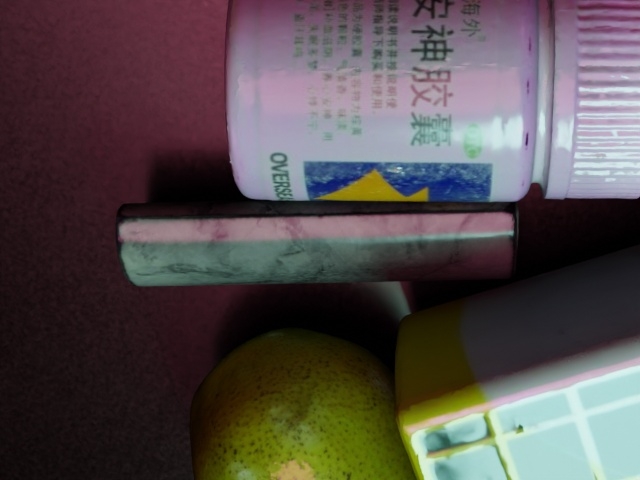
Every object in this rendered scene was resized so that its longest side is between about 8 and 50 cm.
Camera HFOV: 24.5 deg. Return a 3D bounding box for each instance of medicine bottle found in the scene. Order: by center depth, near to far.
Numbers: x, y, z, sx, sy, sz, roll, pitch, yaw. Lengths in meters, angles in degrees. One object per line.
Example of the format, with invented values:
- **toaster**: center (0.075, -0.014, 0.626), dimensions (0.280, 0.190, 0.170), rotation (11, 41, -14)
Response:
- **medicine bottle**: center (0.085, -0.114, 1.051), dimensions (0.291, 0.178, 0.178), rotation (2, 109, 5)

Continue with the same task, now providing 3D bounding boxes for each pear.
- **pear**: center (-0.011, 0.167, 1.149), dimensions (0.198, 0.198, 0.198), rotation (2, 109, 5)

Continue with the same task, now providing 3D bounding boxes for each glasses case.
- **glasses case**: center (0.000, 0.000, 1.132), dimensions (0.299, 0.114, 0.060), rotation (-1, 76, 5)

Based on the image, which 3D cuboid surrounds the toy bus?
- **toy bus**: center (0.287, 0.109, 1.062), dimensions (0.440, 0.209, 0.249), rotation (-17, 106, 11)
